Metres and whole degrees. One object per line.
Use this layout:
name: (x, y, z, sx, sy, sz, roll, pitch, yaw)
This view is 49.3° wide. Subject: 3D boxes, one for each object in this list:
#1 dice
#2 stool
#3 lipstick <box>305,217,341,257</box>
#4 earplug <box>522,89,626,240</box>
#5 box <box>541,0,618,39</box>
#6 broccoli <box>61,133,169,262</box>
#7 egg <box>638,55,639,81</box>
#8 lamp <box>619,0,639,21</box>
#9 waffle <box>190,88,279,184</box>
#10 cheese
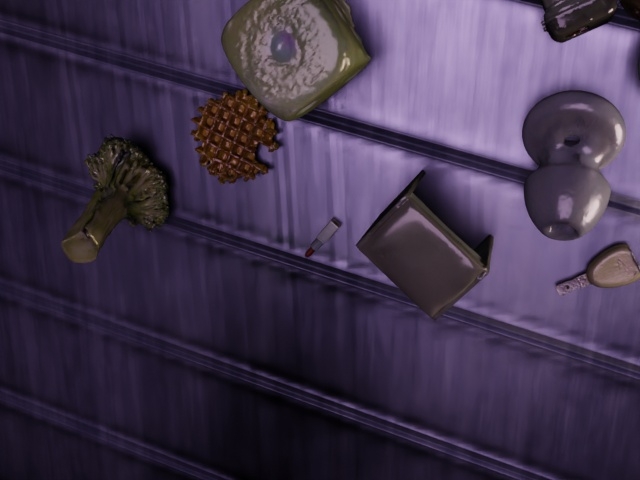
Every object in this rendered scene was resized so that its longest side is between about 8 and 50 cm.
dice: (-0.048, -0.433, 1.558, 0.254, 0.250, 0.252, -33, 96, 22)
stool: (0.247, 0.003, 1.598, 0.243, 0.270, 0.170, 44, 114, 0)
lipstick: (0.000, 0.000, 1.795, 0.030, 0.030, 0.129, 41, 113, 0)
earplug: (0.540, -0.162, 1.514, 0.214, 0.175, 0.326, 7, 108, 21)
box: (0.512, -0.486, 1.409, 0.147, 0.210, 0.129, -21, 93, 22)
broccoli: (-0.524, -0.068, 1.761, 0.221, 0.362, 0.252, 7, 145, 5)
egg: (0.753, -0.330, 1.407, 0.230, 0.168, 0.168, 36, 112, 0)
lamp: (0.704, -0.549, 1.344, 0.177, 0.177, 0.274, 38, 103, 2)
waffle: (-0.218, -0.260, 1.767, 0.231, 0.051, 0.229, -14, 103, 20)
cheese: (0.646, 0.081, 1.632, 0.192, 0.037, 0.097, -26, 97, 20)
